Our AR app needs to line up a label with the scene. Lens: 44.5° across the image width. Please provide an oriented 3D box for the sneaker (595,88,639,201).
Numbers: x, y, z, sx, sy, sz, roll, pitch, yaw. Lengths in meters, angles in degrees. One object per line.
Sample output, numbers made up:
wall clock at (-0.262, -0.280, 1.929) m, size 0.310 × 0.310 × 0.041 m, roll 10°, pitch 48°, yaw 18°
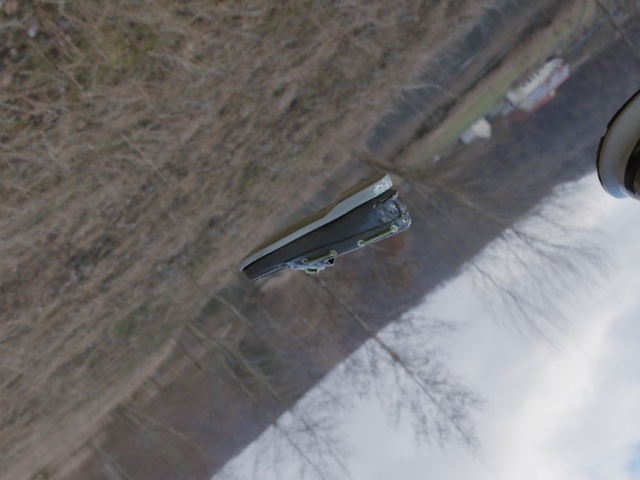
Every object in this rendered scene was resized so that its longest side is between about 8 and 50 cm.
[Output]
sneaker at (0.545, -0.178, 0.857) m, size 0.447 × 0.169 × 0.257 m, roll -49°, pitch -140°, yaw 1°

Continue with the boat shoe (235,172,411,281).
boat shoe at (-0.001, 0.002, 1.236) m, size 0.305 × 0.091 × 0.109 m, roll -29°, pitch -169°, yaw 26°
